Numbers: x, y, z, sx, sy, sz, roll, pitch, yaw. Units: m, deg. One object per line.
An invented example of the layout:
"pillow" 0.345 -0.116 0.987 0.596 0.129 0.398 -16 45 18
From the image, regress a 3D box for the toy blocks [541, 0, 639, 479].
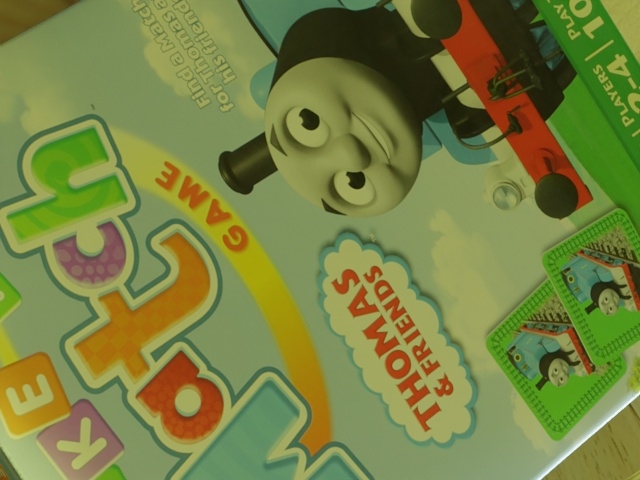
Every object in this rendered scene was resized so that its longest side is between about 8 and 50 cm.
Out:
"toy blocks" 0.101 -0.034 0.616 0.381 0.191 0.261 -33 107 3

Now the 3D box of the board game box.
"board game box" 0.000 0.000 0.471 0.211 0.039 0.160 -35 95 -30
